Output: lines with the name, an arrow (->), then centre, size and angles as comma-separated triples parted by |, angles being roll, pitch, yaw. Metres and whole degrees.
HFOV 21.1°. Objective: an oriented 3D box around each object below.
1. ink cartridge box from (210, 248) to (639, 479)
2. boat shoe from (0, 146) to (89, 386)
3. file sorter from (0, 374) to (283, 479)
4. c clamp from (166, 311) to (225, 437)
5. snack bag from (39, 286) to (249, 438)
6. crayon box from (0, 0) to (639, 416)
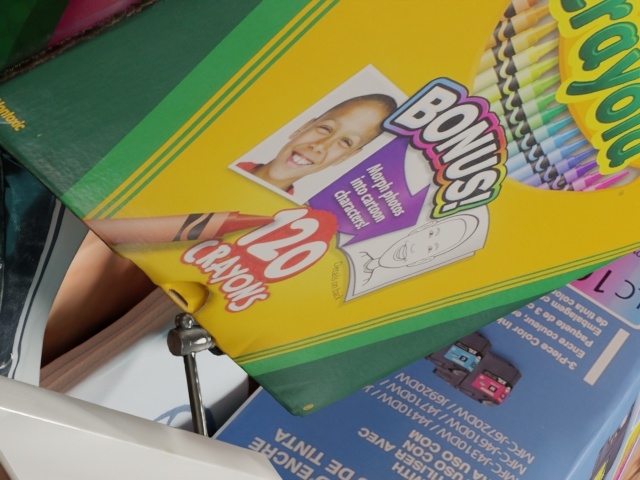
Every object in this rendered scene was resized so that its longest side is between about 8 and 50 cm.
ink cartridge box -> 0.020, 0.178, 0.864 | 0.395, 0.151, 0.270 | -43, 155, -42
boat shoe -> -0.136, 0.029, 0.563 | 0.083, 0.065, 0.183 | -13, 136, -43
file sorter -> -0.114, 0.213, 0.588 | 0.278, 0.173, 0.193 | -47, 149, 10
c clamp -> -0.002, 0.012, 0.727 | 0.160, 0.022, 0.137 | -17, 100, -37
snack bag -> -0.164, 0.183, 0.780 | 0.342, 0.037, 0.323 | -36, 154, -25
crayon box -> 0.014, -0.051, 0.504 | 0.165, 0.081, 0.278 | -27, 154, 5
